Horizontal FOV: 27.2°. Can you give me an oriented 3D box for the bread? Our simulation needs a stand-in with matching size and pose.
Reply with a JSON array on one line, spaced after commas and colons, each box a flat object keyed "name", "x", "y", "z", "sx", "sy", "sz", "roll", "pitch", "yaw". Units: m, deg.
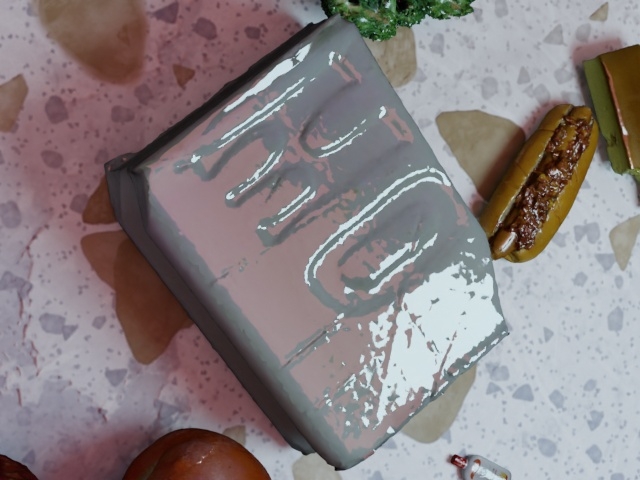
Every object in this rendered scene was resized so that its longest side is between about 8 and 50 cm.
[{"name": "bread", "x": 0.418, "y": -0.144, "z": 1.764, "sx": 0.088, "sy": 0.049, "sz": 0.226, "roll": -18, "pitch": 94, "yaw": -35}]

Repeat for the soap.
[{"name": "soap", "x": 0.000, "y": 0.000, "z": 1.561, "sx": 0.350, "sy": 0.213, "sz": 0.435, "roll": -36, "pitch": 99, "yaw": -16}]

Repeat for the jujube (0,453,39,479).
[{"name": "jujube", "x": -0.364, "y": 0.340, "z": 1.428, "sx": 0.213, "sy": 0.232, "sz": 0.213, "roll": 1, "pitch": 87, "yaw": -15}]

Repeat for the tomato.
[{"name": "tomato", "x": -0.144, "y": 0.326, "z": 1.510, "sx": 0.208, "sy": 0.208, "sz": 0.184, "roll": -47, "pitch": 108, "yaw": -13}]

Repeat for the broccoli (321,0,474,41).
[{"name": "broccoli", "x": 0.110, "y": -0.383, "z": 1.583, "sx": 0.308, "sy": 0.275, "sz": 0.307, "roll": -12, "pitch": 105, "yaw": -52}]

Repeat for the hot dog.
[{"name": "hot dog", "x": 0.290, "y": -0.070, "z": 1.718, "sx": 0.102, "sy": 0.076, "sz": 0.249, "roll": 37, "pitch": 77, "yaw": -17}]

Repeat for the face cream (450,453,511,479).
[{"name": "face cream", "x": 0.206, "y": 0.300, "z": 1.711, "sx": 0.083, "sy": 0.021, "sz": 0.040, "roll": 28, "pitch": 80, "yaw": -14}]
